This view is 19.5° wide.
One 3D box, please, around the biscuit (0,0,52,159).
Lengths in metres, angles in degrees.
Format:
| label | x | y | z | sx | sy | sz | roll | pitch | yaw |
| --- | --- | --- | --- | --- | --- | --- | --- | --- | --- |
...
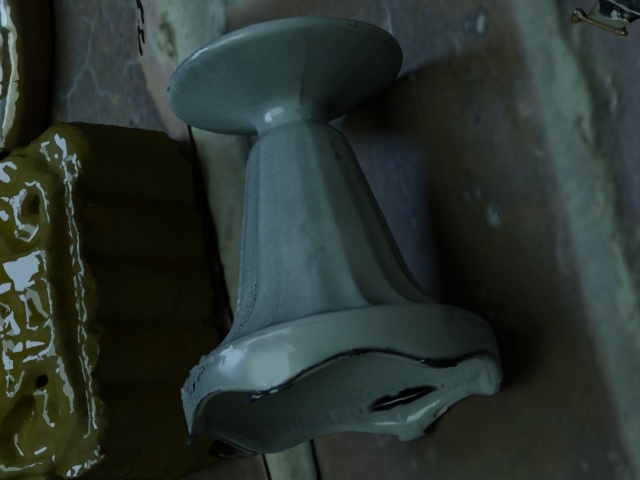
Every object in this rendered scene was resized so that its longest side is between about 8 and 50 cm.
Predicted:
| label | x | y | z | sx | sy | sz | roll | pitch | yaw |
| --- | --- | --- | --- | --- | --- | --- | --- | --- | --- |
| biscuit | -0.311 | -0.155 | 1.347 | 0.343 | 0.057 | 0.287 | -2 | 88 | 47 |

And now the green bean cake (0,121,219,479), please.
| label | x | y | z | sx | sy | sz | roll | pitch | yaw |
| --- | --- | --- | --- | --- | --- | --- | --- | --- | --- |
| green bean cake | -0.178 | 0.054 | 1.133 | 0.224 | 0.131 | 0.230 | -17 | 74 | 37 |

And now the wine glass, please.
| label | x | y | z | sx | sy | sz | roll | pitch | yaw |
| --- | --- | --- | --- | --- | --- | --- | --- | --- | --- |
| wine glass | 0.000 | 0.000 | 0.951 | 0.165 | 0.165 | 0.197 | -29 | 61 | 43 |

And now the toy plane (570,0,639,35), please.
| label | x | y | z | sx | sy | sz | roll | pitch | yaw |
| --- | --- | --- | --- | --- | --- | --- | --- | --- | --- |
| toy plane | 0.181 | -0.139 | 0.816 | 0.188 | 0.062 | 0.135 | 26 | 82 | 41 |
